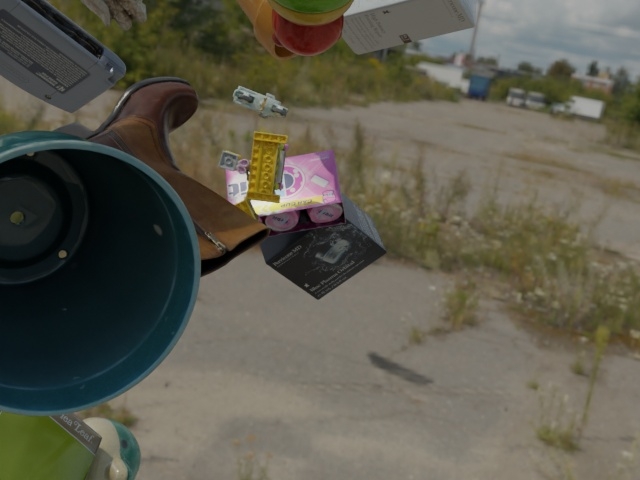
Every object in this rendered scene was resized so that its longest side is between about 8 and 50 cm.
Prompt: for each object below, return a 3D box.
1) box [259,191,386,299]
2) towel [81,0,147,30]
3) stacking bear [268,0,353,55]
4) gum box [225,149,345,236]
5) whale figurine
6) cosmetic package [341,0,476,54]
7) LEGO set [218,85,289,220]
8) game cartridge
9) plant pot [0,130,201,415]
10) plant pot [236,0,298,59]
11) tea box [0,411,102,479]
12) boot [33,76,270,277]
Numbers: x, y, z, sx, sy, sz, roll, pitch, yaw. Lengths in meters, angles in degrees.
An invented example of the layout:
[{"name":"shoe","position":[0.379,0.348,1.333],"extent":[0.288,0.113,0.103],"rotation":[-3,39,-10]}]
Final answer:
[{"name":"box","position":[0.000,0.000,1.686],"extent":[0.158,0.156,0.093],"rotation":[38,23,-44]},{"name":"towel","position":[-0.239,-0.281,0.724],"extent":[0.187,0.049,0.282],"rotation":[48,-2,37]},{"name":"stacking bear","position":[-0.015,-0.375,1.388],"extent":[0.176,0.164,0.289],"rotation":[-11,-26,-8]},{"name":"gum box","position":[-0.061,-0.071,1.571],"extent":[0.189,0.107,0.062],"rotation":[-10,-34,2]},{"name":"whale figurine","position":[-0.417,0.480,1.906],"extent":[0.216,0.272,0.141],"rotation":[-31,-33,35]},{"name":"cosmetic package","position":[0.145,-0.409,1.724],"extent":[0.231,0.085,0.117],"rotation":[-7,-27,28]},{"name":"LEGO set","position":[-0.119,-0.069,1.392],"extent":[0.132,0.287,0.107],"rotation":[30,8,2]},{"name":"game cartridge","position":[-0.541,-0.365,1.865],"extent":[0.198,0.062,0.297],"rotation":[-19,-44,40]},{"name":"plant pot","position":[-0.294,0.003,1.026],"extent":[0.272,0.271,0.255],"rotation":[5,15,-28]},{"name":"plant pot","position":[-0.077,-0.472,1.823],"extent":[0.188,0.205,0.205],"rotation":[45,20,13]},{"name":"tea box","position":[-0.603,0.395,1.690],"extent":[0.220,0.329,0.323],"rotation":[-14,40,32]},{"name":"boot","position":[-0.174,-0.089,1.250],"extent":[0.280,0.096,0.264],"rotation":[33,39,23]}]
